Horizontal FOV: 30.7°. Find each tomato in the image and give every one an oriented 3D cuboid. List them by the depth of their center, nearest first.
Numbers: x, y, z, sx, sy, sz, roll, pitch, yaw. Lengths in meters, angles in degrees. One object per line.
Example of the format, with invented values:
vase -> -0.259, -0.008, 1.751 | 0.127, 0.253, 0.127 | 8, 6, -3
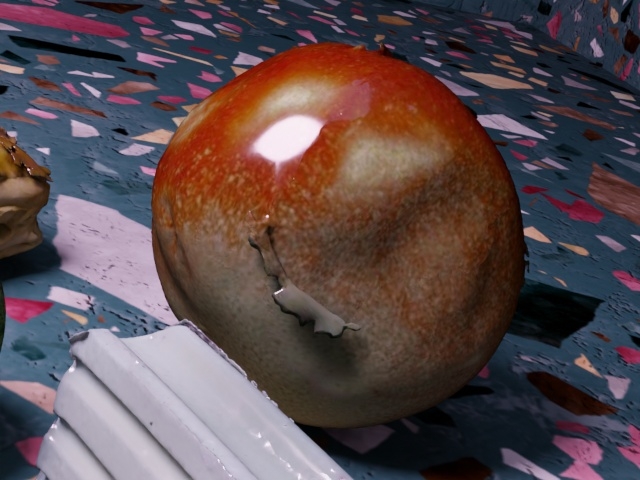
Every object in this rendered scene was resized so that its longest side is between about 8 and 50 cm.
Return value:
tomato -> 0.000, 0.000, 0.918 | 0.303, 0.303, 0.239 | 29, 53, 30

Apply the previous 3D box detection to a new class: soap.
soap -> -0.064, 0.161, 0.655 | 0.094, 0.150, 0.261 | 3, 24, -42

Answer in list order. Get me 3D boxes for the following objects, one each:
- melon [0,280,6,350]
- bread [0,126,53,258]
melon -> -0.340, 0.041, 0.709 | 0.288, 0.182, 0.182 | 7, 23, -20
bread -> -0.421, -0.086, 0.980 | 0.325, 0.167, 0.277 | 26, 24, 26
